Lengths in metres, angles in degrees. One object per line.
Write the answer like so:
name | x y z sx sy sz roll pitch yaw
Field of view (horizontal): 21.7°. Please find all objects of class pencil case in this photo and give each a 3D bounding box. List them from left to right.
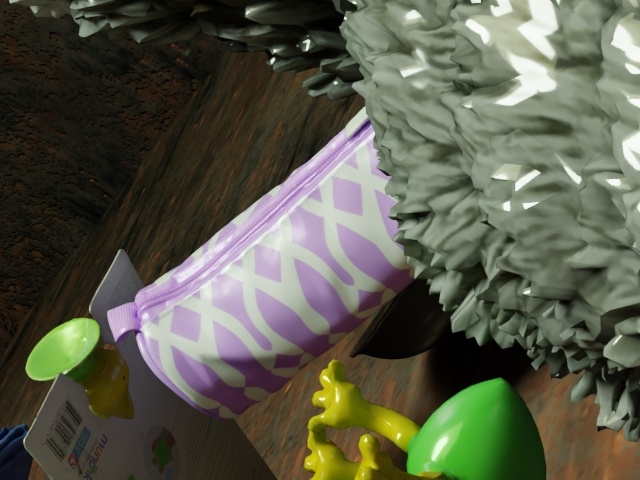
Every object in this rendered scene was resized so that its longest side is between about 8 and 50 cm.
pencil case | 0.000 0.000 0.813 0.206 0.088 0.086 -42 45 15

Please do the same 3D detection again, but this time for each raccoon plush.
raccoon plush | 0.048 -0.024 0.328 0.299 0.446 0.216 -8 -79 -69

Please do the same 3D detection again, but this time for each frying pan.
frying pan | 0.112 -0.052 0.967 0.326 0.053 0.197 -53 -4 -36

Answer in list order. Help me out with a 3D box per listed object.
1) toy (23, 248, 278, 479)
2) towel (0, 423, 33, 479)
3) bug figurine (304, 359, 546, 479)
toy | -0.088 0.137 0.890 0.056 0.237 0.137 -8 39 25
towel | -0.265 0.317 1.162 0.243 0.040 0.336 -53 -28 -69
bug figurine | 0.024 0.151 0.364 0.279 0.072 0.216 -113 33 -74
